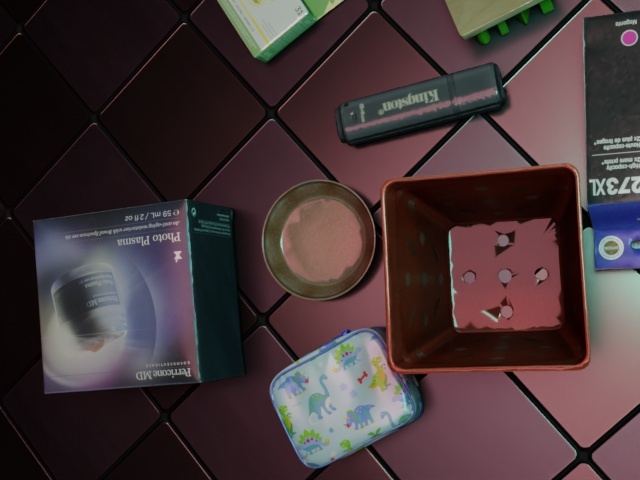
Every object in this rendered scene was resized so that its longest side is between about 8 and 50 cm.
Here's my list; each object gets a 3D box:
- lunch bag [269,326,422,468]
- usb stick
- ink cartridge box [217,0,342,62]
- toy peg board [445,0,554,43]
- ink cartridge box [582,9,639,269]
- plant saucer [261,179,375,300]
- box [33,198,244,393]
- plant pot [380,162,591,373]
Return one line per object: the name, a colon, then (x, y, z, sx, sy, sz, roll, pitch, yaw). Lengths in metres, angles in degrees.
lunch bag: (0.040, 0.244, 1.469, 0.219, 0.090, 0.176, -31, 78, 15)
usb stick: (0.158, -0.217, 1.484, 0.277, 0.045, 0.077, -12, 83, 18)
ink cartridge box: (-0.055, -0.440, 1.570, 0.235, 0.056, 0.171, -36, 75, 16)
toy peg board: (0.277, -0.398, 1.450, 0.161, 0.079, 0.161, -25, 63, 15)
ink cartridge box: (0.471, -0.147, 1.323, 0.175, 0.069, 0.371, -3, 83, 25)
plant saucer: (0.000, 0.000, 1.529, 0.198, 0.036, 0.199, -1, 86, 18)
box: (-0.302, 0.098, 1.552, 0.296, 0.182, 0.294, -7, 85, 19)
plant pot: (0.250, 0.049, 1.334, 0.267, 0.235, 0.268, -4, 84, 19)
